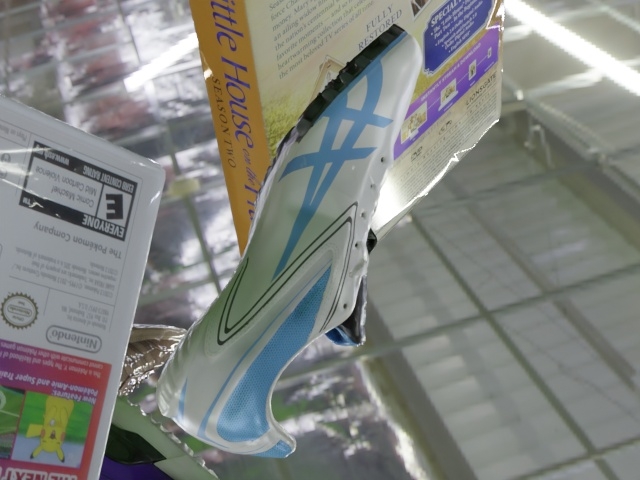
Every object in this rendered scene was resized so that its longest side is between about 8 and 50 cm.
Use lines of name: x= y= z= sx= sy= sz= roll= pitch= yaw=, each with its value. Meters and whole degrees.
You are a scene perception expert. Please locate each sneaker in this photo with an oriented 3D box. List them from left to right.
sneaker: x=-0.195 y=0.116 z=1.109 sx=0.066 sy=0.071 sz=0.188 roll=3 pitch=180 yaw=31
sneaker: x=-0.105 y=0.249 z=0.870 sx=0.293 sy=0.102 sz=0.146 roll=34 pitch=-114 yaw=26
sneaker: x=0.000 y=0.000 z=0.610 sx=0.237 sy=0.086 sz=0.085 roll=-64 pitch=-174 yaw=-8

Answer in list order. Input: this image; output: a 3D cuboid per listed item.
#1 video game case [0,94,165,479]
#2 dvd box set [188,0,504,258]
video game case: x=-0.140 y=0.034 z=0.366 sx=0.023 sy=0.183 sz=0.201 roll=3 pitch=168 yaw=36
dvd box set: x=0.034 y=-0.179 z=0.864 sx=0.062 sy=0.420 sz=0.307 roll=26 pitch=-125 yaw=29
